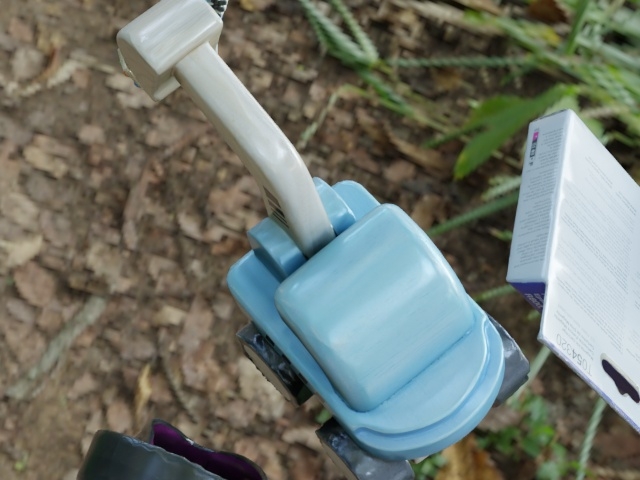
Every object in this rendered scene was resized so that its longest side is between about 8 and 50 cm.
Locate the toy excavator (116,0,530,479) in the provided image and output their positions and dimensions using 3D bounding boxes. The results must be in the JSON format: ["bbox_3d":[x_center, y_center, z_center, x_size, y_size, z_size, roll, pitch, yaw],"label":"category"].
[{"bbox_3d":[0.000,0.000,1.402,0.222,0.445,0.433,-38,66,-11],"label":"toy excavator"}]

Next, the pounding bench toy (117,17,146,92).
[{"bbox_3d":[-0.234,-0.243,1.843,0.083,0.065,0.052,45,17,-41],"label":"pounding bench toy"}]

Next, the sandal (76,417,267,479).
[{"bbox_3d":[-0.098,0.199,1.120,0.168,0.446,0.107,26,72,-1],"label":"sandal"}]

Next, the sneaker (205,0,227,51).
[{"bbox_3d":[-0.126,-0.230,1.476,0.063,0.162,0.073,18,45,-11],"label":"sneaker"}]

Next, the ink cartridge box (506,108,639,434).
[{"bbox_3d":[0.336,0.068,1.663,0.324,0.071,0.330,43,47,-33],"label":"ink cartridge box"}]
